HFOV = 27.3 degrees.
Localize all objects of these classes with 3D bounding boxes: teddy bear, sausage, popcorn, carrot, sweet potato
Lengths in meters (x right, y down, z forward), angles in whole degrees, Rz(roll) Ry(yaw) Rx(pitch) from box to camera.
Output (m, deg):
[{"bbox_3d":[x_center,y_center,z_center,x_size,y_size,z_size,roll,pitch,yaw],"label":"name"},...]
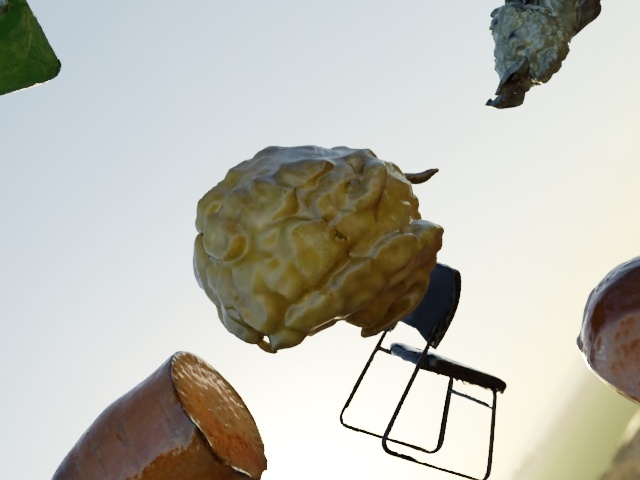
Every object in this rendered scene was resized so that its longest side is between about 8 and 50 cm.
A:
[{"bbox_3d":[0.212,-0.219,1.250,0.133,0.111,0.213,141,136,-66],"label":"teddy bear"},{"bbox_3d":[0.353,0.076,1.125,0.141,0.268,0.153,-27,-69,-57],"label":"sausage"},{"bbox_3d":[0.000,0.000,1.266,0.250,0.250,0.190,-40,-55,-54],"label":"popcorn"},{"bbox_3d":[-0.184,0.239,1.359,0.225,0.159,0.159,-37,-10,7],"label":"carrot"},{"bbox_3d":[0.108,-0.084,1.831,0.026,0.115,0.026,-4,-90,-89],"label":"sweet potato"}]

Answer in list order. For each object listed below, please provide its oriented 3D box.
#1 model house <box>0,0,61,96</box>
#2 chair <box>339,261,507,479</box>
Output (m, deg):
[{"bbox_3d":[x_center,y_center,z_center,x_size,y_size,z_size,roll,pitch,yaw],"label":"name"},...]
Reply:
[{"bbox_3d":[-0.430,-0.189,1.093,0.242,0.358,0.313,-30,1,-43],"label":"model house"},{"bbox_3d":[0.138,0.143,1.521,0.140,0.145,0.221,13,85,67],"label":"chair"}]
